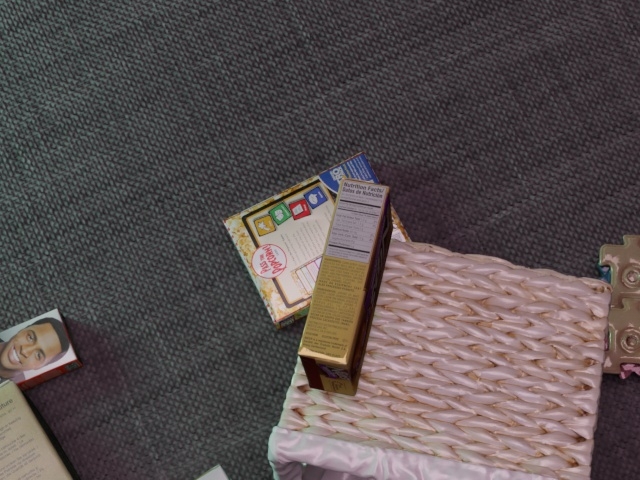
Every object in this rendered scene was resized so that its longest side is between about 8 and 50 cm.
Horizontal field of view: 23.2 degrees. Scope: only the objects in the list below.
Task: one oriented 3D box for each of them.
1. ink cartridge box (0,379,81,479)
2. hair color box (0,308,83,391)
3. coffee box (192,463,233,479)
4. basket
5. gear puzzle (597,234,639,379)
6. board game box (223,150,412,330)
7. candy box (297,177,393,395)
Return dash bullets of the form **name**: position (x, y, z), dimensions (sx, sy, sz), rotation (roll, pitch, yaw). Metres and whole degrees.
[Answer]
- **ink cartridge box**: position (-0.401, 0.307, 1.804), dimensions (0.235, 0.088, 0.193), rotation (-32, 74, -5)
- **hair color box**: position (-0.366, 0.144, 1.871), dimensions (0.141, 0.043, 0.072), rotation (-24, 73, -4)
- **coffee box**: position (-0.202, 0.384, 1.730), dimensions (0.297, 0.168, 0.118), rotation (-31, 75, -5)
- **basket**: position (0.139, 0.176, 1.690), dimensions (0.331, 0.328, 0.266), rotation (12, 73, 8)
- **gear puzzle**: position (0.493, 0.090, 1.847), dimensions (0.339, 0.044, 0.175), rotation (4, 73, 1)
- **board game box**: position (0.000, 0.000, 1.892), dimensions (0.194, 0.045, 0.146), rotation (-26, 75, -4)
- **candy box**: position (0.027, 0.046, 1.520), dimensions (0.053, 0.109, 0.186), rotation (11, 69, 10)
